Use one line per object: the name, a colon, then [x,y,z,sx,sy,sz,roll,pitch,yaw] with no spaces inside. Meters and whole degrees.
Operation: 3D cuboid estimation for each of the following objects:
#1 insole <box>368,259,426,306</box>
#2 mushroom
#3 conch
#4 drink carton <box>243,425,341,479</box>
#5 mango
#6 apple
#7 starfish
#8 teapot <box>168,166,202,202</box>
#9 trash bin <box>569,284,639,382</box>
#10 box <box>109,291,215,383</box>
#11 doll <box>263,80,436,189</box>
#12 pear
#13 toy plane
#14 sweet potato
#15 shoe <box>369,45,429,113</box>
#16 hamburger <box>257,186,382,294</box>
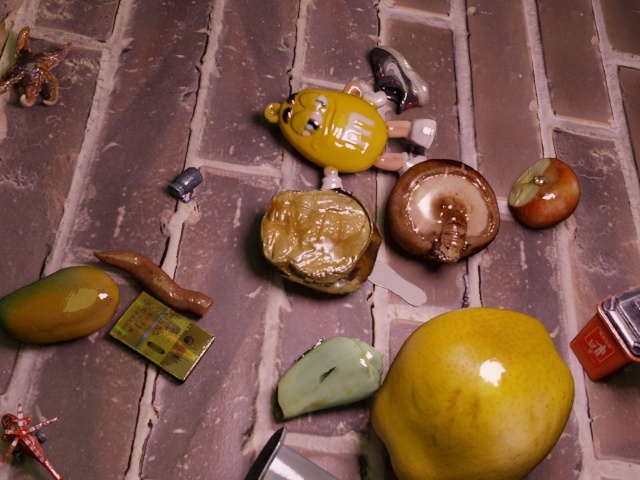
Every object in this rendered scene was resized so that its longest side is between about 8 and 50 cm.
insole: [0.174,0.099,1.722,0.197,0.004,0.065,31,59,5]
mushroom: [0.303,-0.063,1.738,0.297,0.163,0.278,10,70,-13]
conch: [0.020,0.288,1.531,0.250,0.137,0.144,-12,90,2]
drink carton: [-0.050,0.488,1.355,0.189,0.185,0.191,30,57,2]
mango: [-0.550,0.138,1.474,0.251,0.114,0.156,-15,73,-21]
apple: [0.595,-0.121,1.841,0.160,0.173,0.195,23,63,4]
starfish: [-0.729,-0.440,1.790,0.216,0.071,0.238,-17,76,-27]
teapot: [-0.327,-0.136,1.722,0.049,0.064,0.083,22,56,37]
trash bin: [0.713,0.220,1.640,0.184,0.239,0.161,-18,64,-18]
box: [-0.344,0.211,1.530,0.193,0.030,0.121,31,60,6]
doll: [0.095,-0.245,1.817,0.423,0.161,0.348,-15,82,-11]
pear: [0.304,0.325,1.429,0.418,0.362,0.362,-36,72,1]
toy plane: [-0.540,0.404,1.356,0.194,0.077,0.126,29,63,-5]
sweet potato: [-0.373,0.088,1.573,0.281,0.059,0.067,31,61,5]
shoe: [0.205,-0.452,1.988,0.112,0.099,0.227,-39,76,-20]
hamburger: [0.000,-0.002,1.668,0.284,0.134,0.266,20,66,5]
